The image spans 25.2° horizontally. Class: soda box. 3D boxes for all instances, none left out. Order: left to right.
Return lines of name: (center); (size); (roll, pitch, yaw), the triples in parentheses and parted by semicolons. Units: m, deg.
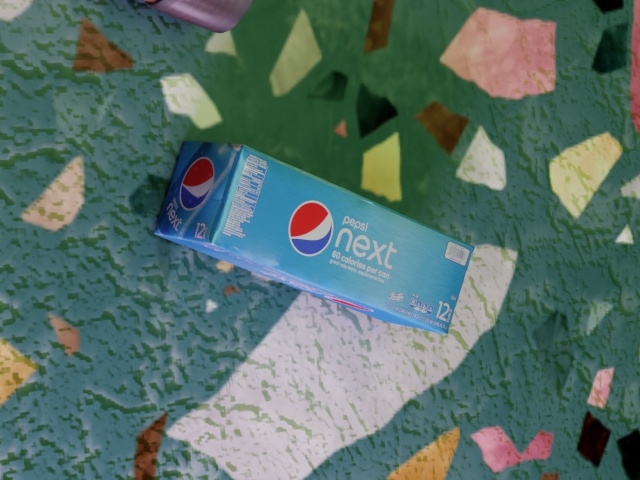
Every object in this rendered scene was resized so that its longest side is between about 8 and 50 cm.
soda box: (0.000, 0.000, 0.946); (0.210, 0.071, 0.067); (23, 81, -37)

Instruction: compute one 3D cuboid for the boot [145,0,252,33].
boot: (-0.130, -0.290, 0.822); (0.280, 0.096, 0.264); (25, 89, -29)
